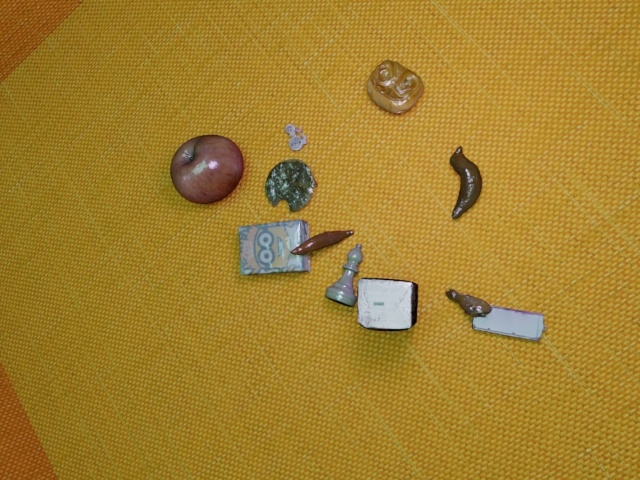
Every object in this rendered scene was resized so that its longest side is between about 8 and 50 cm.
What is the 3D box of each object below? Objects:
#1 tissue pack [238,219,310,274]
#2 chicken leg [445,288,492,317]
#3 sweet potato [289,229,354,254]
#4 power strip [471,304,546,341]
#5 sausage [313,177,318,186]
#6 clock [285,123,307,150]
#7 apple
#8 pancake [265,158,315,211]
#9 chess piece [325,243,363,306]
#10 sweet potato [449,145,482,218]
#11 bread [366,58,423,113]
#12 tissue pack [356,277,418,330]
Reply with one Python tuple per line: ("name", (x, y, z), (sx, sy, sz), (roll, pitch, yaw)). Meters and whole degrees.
("tissue pack", (-0.208, 0.035, 2.022), (0.310, 0.128, 0.228), (-5, 84, 16))
("chicken leg", (0.581, 0.246, 1.796), (0.198, 0.069, 0.085), (31, 84, 42))
("sweet potato", (0.000, 0.000, 1.943), (0.314, 0.066, 0.072), (-16, 76, -26))
("power strip", (0.740, 0.322, 1.786), (0.278, 0.037, 0.109), (8, 86, 16))
("sausage", (-0.049, -0.290, 2.058), (0.031, 0.031, 0.107), (-31, 78, 10))
("clock", (-0.114, -0.482, 2.088), (0.087, 0.041, 0.129), (-24, 84, 16))
("apple", (-0.528, -0.335, 2.066), (0.344, 0.269, 0.345), (-2, 84, 16))
("pancake", (-0.137, -0.255, 2.060), (0.253, 0.037, 0.254), (0, 90, 22))
("chess piece", (0.125, 0.140, 1.936), (0.139, 0.139, 0.272), (18, 78, 16))
("sweet potato", (0.598, -0.244, 1.849), (0.124, 0.098, 0.310), (-5, 85, 35))
("bread", (0.319, -0.659, 1.949), (0.236, 0.120, 0.198), (38, 94, 16))
("tissue pack", (0.267, 0.248, 1.749), (0.209, 0.370, 0.198), (5, 85, 15))
